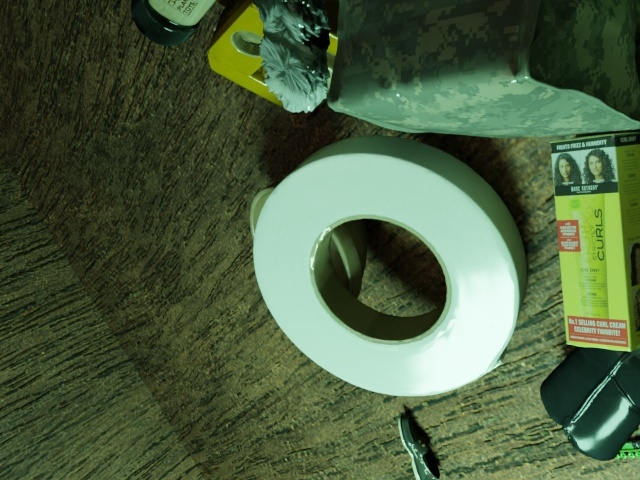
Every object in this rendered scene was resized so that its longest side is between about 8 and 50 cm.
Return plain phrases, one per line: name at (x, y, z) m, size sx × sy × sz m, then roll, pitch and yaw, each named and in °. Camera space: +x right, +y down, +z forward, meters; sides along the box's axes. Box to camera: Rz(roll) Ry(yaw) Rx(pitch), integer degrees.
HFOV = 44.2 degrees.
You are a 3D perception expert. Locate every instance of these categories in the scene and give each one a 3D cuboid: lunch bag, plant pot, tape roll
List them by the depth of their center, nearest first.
lunch bag at (0.193, -0.182, 0.779) m, size 0.235 × 0.287 × 0.168 m, roll 1°, pitch 85°, yaw 48°
tape roll at (0.093, 0.044, 1.108) m, size 0.392 × 0.072 × 0.392 m, roll 11°, pitch 121°, yaw 19°
plant pot at (0.000, 0.000, 1.291) m, size 0.237 × 0.110 × 0.237 m, roll 33°, pitch 138°, yaw 35°

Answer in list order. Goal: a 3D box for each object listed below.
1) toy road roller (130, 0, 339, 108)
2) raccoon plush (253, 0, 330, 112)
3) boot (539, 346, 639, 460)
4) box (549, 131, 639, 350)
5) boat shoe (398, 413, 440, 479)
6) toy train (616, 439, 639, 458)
toy road roller at (-0.072, -0.356, 1.069) m, size 0.330 × 0.240 × 0.202 m, roll 28°, pitch 155°, yaw -22°
raccoon plush at (0.014, -0.396, 0.852) m, size 0.216 × 0.299 × 0.446 m, roll 39°, pitch 156°, yaw 18°
boot at (0.394, 0.205, 0.950) m, size 0.246 × 0.094 × 0.207 m, roll 46°, pitch 142°, yaw 30°
box at (0.312, 0.000, 0.871) m, size 0.087 × 0.058 × 0.232 m, roll 1°, pitch 99°, yaw 52°
boat shoe at (0.177, 0.371, 1.419) m, size 0.042 × 0.049 × 0.133 m, roll -20°, pitch 93°, yaw 28°
toy train at (0.406, 0.284, 1.071) m, size 0.083 × 0.017 × 0.023 m, roll -30°, pitch 80°, yaw 57°
